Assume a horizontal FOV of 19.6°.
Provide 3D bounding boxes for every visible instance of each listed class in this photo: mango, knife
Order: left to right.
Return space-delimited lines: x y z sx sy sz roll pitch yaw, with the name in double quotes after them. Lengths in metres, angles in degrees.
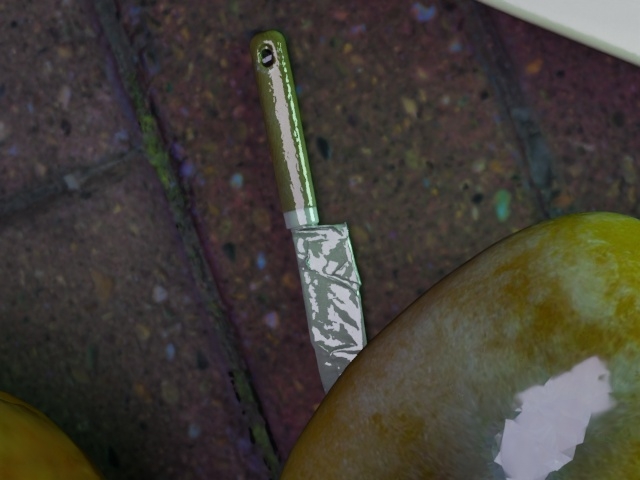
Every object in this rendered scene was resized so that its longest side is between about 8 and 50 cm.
-0.001 0.000 1.266 0.047 0.017 0.298 -11 88 13 "knife"
0.107 0.141 1.139 0.221 0.199 0.384 45 106 10 "mango"

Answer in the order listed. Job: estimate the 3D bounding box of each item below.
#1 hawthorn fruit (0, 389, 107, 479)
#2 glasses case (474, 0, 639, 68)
-0.326 0.274 1.193 0.471 0.472 0.472 1 92 19 "hawthorn fruit"
0.258 -0.157 1.140 0.336 0.076 0.144 25 101 16 "glasses case"
